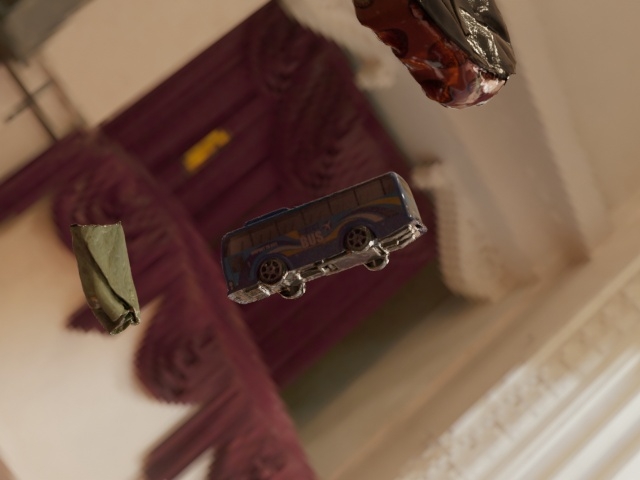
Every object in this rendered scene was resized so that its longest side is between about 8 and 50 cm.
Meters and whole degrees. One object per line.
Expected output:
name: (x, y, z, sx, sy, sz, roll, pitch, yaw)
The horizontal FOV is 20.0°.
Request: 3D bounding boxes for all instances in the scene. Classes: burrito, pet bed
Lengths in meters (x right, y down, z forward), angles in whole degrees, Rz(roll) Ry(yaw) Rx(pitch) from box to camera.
burrito: (-0.215, 0.037, 1.815, 0.044, 0.074, 0.118, -9, -87, 26)
pet bed: (0.052, -0.166, 1.101, 0.201, 0.053, 0.201, 45, 21, -22)

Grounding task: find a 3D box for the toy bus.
toy bus: (0.000, 0.000, 1.339, 0.051, 0.153, 0.061, 37, 36, -68)
